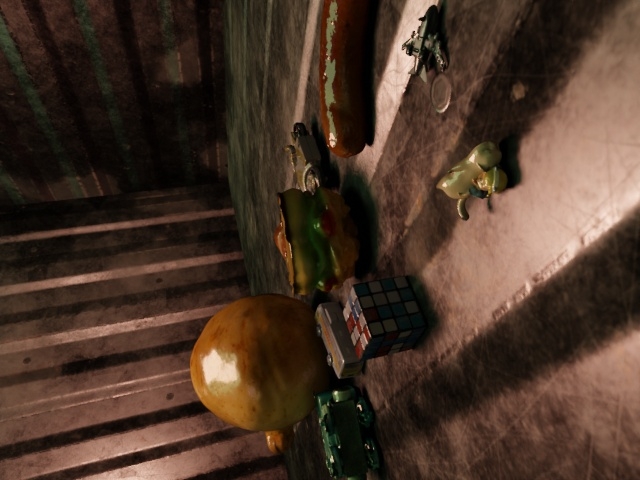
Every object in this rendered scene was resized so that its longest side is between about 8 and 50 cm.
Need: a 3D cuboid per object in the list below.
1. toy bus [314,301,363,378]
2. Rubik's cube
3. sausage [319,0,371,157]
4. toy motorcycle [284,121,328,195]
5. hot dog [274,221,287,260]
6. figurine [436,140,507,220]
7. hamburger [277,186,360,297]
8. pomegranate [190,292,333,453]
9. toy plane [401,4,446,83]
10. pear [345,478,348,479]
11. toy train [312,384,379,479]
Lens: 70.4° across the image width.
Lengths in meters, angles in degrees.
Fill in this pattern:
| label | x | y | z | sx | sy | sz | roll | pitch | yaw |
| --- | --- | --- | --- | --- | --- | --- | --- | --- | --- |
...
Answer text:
| label | x | y | z | sx | sy | sz | roll | pitch | yaw |
| --- | --- | --- | --- | --- | --- | --- | --- | --- | --- |
| toy bus | 0.038 | 0.224 | 1.041 | 0.191 | 0.064 | 0.075 | -115 | 28 | -47 |
| Rubik's cube | 0.097 | 0.122 | 0.710 | 0.092 | 0.092 | 0.092 | 103 | 155 | -53 |
| sausage | 0.039 | -0.287 | 0.731 | 0.103 | 0.076 | 0.303 | -120 | 26 | -55 |
| toy motorcycle | -0.030 | -0.163 | 1.065 | 0.152 | 0.073 | 0.225 | 96 | 159 | -50 |
| hot dog | -0.084 | 0.000 | 1.310 | 0.262 | 0.092 | 0.123 | -125 | 30 | -59 |
| figurine | 0.164 | -0.061 | 0.473 | 0.051 | 0.047 | 0.083 | 61 | 152 | 16 |
| hamburger | 0.000 | 0.000 | 0.902 | 0.237 | 0.148 | 0.238 | 173 | 90 | -84 |
| pomegranate | -0.140 | 0.347 | 1.202 | 0.410 | 0.409 | 0.411 | 172 | 90 | -75 |
| toy plane | 0.124 | -0.234 | 0.540 | 0.078 | 0.031 | 0.083 | 46 | 147 | 40 |
| pear | 0.066 | 0.669 | 1.113 | 0.141 | 0.103 | 0.141 | 174 | 90 | -71 |
| toy train | 0.054 | 0.429 | 1.016 | 0.163 | 0.112 | 0.204 | 128 | 133 | -78 |
